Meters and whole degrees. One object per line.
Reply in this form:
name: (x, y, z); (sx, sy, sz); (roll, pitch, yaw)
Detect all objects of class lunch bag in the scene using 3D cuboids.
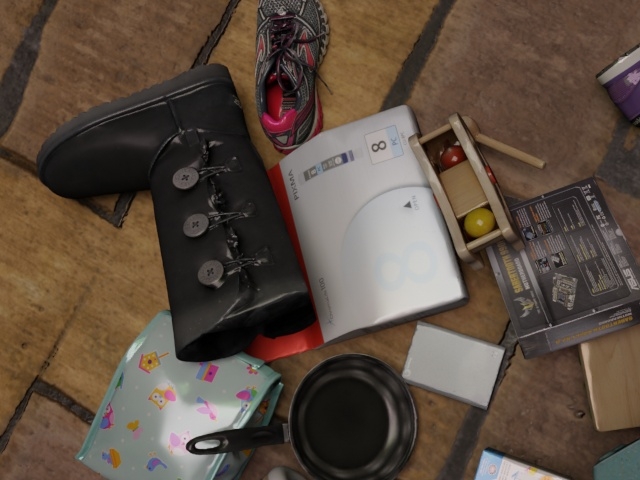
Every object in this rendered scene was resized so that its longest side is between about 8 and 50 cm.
lunch bag: (-0.200, 0.259, 1.349); (0.223, 0.160, 0.262); (28, 93, 19)

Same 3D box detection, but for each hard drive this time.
hard drive: (0.193, 0.182, 1.331); (0.135, 0.022, 0.094); (16, 84, 17)

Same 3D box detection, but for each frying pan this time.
frying pan: (-0.008, 0.290, 1.283); (0.326, 0.053, 0.197); (-28, 88, -20)

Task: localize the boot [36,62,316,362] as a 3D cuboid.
boot: (-0.232, -0.014, 1.374); (0.366, 0.146, 0.445); (-27, 64, 11)

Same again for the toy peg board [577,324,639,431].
toy peg board: (0.433, 0.174, 1.254); (0.160, 0.079, 0.161); (-7, 78, -3)

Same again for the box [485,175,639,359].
box: (0.332, 0.034, 1.254); (0.183, 0.056, 0.231); (-21, 45, 10)

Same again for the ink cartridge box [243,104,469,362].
ink cartridge box: (0.000, 0.000, 1.383); (0.384, 0.091, 0.308); (-17, 75, 10)

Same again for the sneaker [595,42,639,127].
sneaker: (0.548, -0.269, 1.302); (0.283, 0.107, 0.124); (-35, 88, 10)

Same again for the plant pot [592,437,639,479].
plant pot: (0.469, 0.341, 1.101); (0.247, 0.247, 0.252); (-36, 69, 16)

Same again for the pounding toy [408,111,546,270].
pounding toy: (0.226, -0.101, 1.260); (0.154, 0.154, 0.270); (-27, 48, 15)

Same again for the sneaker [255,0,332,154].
sneaker: (-0.049, -0.292, 1.441); (0.120, 0.112, 0.299); (-8, 77, 13)

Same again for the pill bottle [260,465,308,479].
pill bottle: (-0.102, 0.460, 1.285); (0.264, 0.153, 0.153); (-43, 72, 3)

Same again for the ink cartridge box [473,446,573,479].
ink cartridge box: (0.281, 0.351, 1.240); (0.143, 0.090, 0.092); (16, 83, 17)
